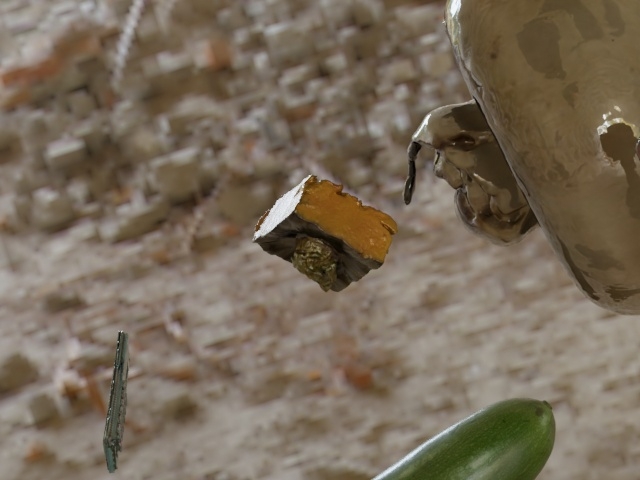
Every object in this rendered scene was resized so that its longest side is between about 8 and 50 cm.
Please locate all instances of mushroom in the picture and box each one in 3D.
[{"bbox_3d":[0.210,-0.090,1.694,0.294,0.362,0.362,-26,15,5],"label":"mushroom"}]

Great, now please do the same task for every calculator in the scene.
[{"bbox_3d":[-0.226,0.177,2.099,0.018,0.057,0.172,2,42,-1],"label":"calculator"}]

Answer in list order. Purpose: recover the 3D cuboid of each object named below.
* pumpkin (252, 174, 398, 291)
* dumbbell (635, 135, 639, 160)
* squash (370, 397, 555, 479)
[{"bbox_3d":[0.000,0.000,1.232,0.083,0.074,0.054,-34,32,64],"label":"pumpkin"},{"bbox_3d":[0.317,0.002,1.423,0.092,0.231,0.082,-28,8,-11],"label":"dumbbell"},{"bbox_3d":[0.074,0.284,1.875,0.395,0.107,0.107,-33,16,-1],"label":"squash"}]
